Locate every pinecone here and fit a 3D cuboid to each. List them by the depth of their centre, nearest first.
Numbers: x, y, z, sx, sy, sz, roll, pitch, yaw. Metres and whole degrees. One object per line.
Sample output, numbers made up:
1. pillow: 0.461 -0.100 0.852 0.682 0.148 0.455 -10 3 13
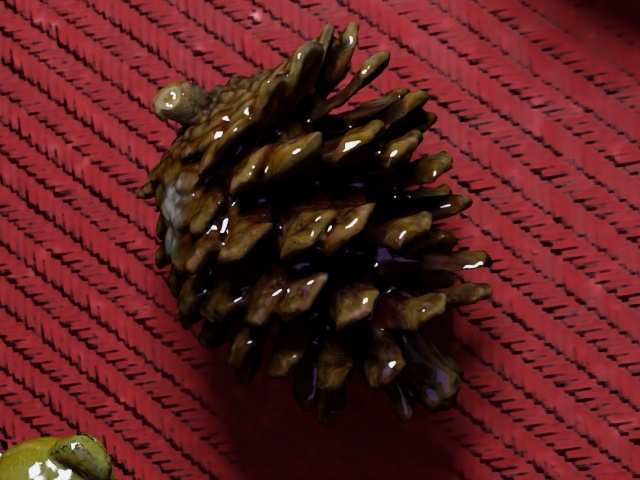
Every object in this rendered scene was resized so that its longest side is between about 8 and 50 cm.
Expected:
1. pinecone: -0.002 0.002 1.005 0.168 0.185 0.212 -21 95 -2

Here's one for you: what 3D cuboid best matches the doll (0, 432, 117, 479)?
1. doll: -0.198 0.158 1.090 0.209 0.097 0.137 -1 122 23
